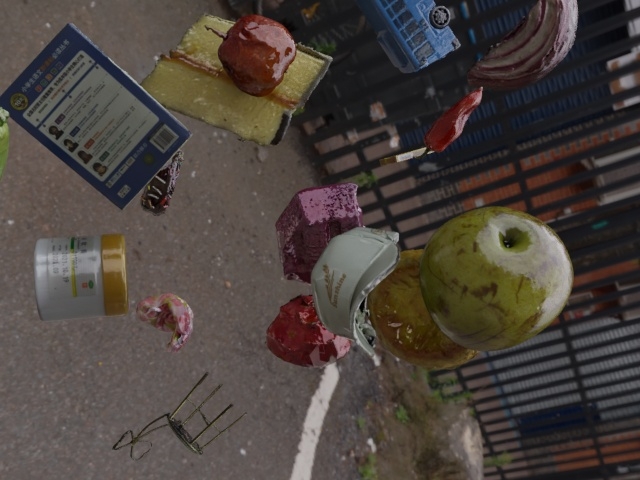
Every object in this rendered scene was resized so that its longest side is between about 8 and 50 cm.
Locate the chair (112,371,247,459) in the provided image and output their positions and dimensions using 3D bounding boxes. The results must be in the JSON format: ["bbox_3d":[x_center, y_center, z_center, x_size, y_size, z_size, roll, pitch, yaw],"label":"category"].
[{"bbox_3d":[-0.387,0.537,1.620,0.170,0.326,0.159,42,-15,27],"label":"chair"}]

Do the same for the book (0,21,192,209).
[{"bbox_3d":[-0.609,-0.329,1.570,0.428,0.300,0.039,43,-1,-14],"label":"book"}]

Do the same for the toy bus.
[{"bbox_3d":[0.168,-0.459,1.180,0.234,0.134,0.116,52,-3,-18],"label":"toy bus"}]

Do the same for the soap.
[{"bbox_3d":[0.000,0.000,1.462,0.324,0.221,0.127,87,-6,-55],"label":"soap"}]

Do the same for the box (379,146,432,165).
[{"bbox_3d":[0.267,-0.259,1.760,0.156,0.089,0.022,-19,100,-29],"label":"box"}]

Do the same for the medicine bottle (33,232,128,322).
[{"bbox_3d":[-0.663,0.103,1.616,0.238,0.232,0.237,177,-90,-71],"label":"medicine bottle"}]

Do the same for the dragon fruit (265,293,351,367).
[{"bbox_3d":[-0.006,0.250,1.575,0.163,0.262,0.189,114,-38,-52],"label":"dragon fruit"}]

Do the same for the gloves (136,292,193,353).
[{"bbox_3d":[-0.381,0.196,1.463,0.126,0.241,0.145,-36,115,-34],"label":"gloves"}]

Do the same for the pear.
[{"bbox_3d":[0.324,0.074,1.090,0.283,0.284,0.283,-18,90,-73],"label":"pear"}]

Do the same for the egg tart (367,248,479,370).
[{"bbox_3d":[0.270,0.161,1.408,0.128,0.319,0.318,-18,90,-57],"label":"egg tart"}]

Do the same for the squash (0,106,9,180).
[{"bbox_3d":[-0.771,-0.157,1.292,0.118,0.371,0.118,28,43,-30],"label":"squash"}]

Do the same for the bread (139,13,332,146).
[{"bbox_3d":[-0.242,-0.470,1.659,0.405,0.345,0.242,19,10,-42],"label":"bread"}]

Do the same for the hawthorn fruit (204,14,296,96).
[{"bbox_3d":[-0.196,-0.512,1.539,0.243,0.207,0.207,27,38,-20],"label":"hawthorn fruit"}]

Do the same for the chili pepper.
[{"bbox_3d":[0.251,-0.222,1.125,0.059,0.191,0.050,-1,51,-46],"label":"chili pepper"}]

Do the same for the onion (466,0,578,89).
[{"bbox_3d":[0.531,-0.467,1.415,0.146,0.314,0.280,48,31,17],"label":"onion"}]

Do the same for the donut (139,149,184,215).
[{"bbox_3d":[-0.573,-0.214,2.078,0.103,0.269,0.269,16,45,-19],"label":"donut"}]

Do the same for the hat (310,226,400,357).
[{"bbox_3d":[0.054,0.105,1.147,0.301,0.168,0.257,-57,157,-81],"label":"hat"}]
